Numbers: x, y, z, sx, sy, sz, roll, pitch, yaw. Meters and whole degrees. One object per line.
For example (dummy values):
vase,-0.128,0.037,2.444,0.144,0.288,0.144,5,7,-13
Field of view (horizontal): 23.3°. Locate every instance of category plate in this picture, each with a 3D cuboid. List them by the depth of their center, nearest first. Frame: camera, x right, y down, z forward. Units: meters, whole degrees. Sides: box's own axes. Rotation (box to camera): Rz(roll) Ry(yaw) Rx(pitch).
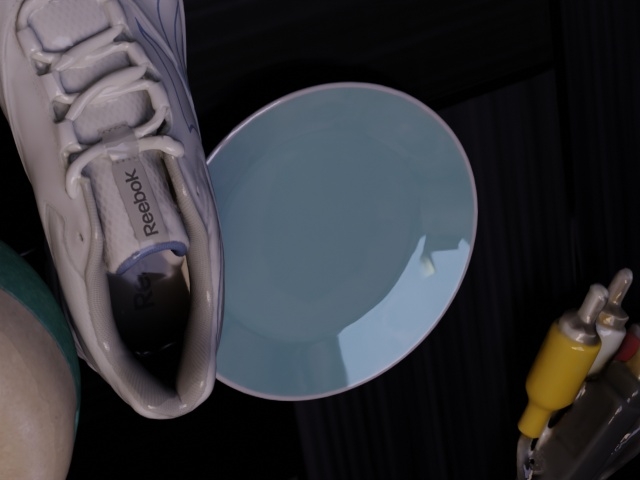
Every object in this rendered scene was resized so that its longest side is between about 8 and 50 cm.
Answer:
plate,0.000,0.000,0.850,0.188,0.024,0.188,-11,118,-22

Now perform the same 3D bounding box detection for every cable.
cable,0.136,0.147,0.987,0.139,0.072,0.287,12,120,-48

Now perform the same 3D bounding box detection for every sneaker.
sneaker,-0.093,-0.055,0.704,0.111,0.129,0.297,-20,111,-10

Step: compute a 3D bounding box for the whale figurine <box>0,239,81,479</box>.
whale figurine,-0.245,0.057,0.706,0.272,0.141,0.216,6,123,-4
